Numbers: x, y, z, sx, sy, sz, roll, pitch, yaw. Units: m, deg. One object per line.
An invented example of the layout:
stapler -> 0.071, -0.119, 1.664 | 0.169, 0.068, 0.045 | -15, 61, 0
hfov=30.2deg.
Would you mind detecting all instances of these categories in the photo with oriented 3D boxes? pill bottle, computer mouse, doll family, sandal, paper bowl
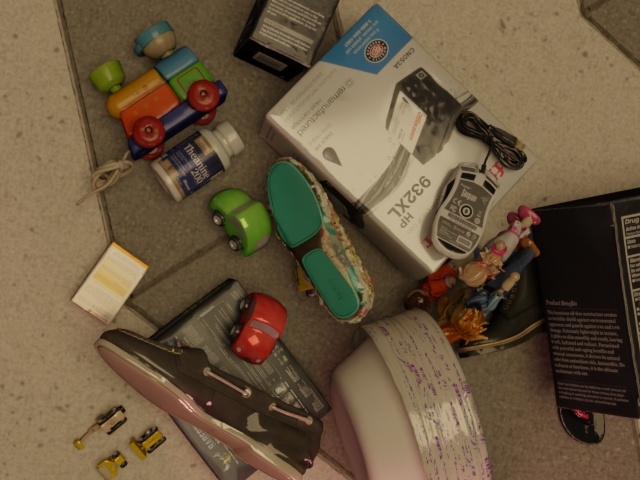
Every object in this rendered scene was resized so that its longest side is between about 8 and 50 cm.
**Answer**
pill bottle -> -0.165, -0.110, 1.608 | 0.120, 0.067, 0.067 | -36, 99, -11
computer mouse -> 0.192, -0.064, 1.538 | 0.106, 0.042, 0.193 | 29, 75, -10
doll family -> 0.217, 0.069, 1.604 | 0.118, 0.263, 0.163 | 45, 64, -3
sandal -> 0.385, 0.221, 1.762 | 0.067, 0.040, 0.179 | -14, 94, -13
paper bowl -> 0.108, 0.243, 1.570 | 0.148, 0.284, 0.284 | -17, 95, -11

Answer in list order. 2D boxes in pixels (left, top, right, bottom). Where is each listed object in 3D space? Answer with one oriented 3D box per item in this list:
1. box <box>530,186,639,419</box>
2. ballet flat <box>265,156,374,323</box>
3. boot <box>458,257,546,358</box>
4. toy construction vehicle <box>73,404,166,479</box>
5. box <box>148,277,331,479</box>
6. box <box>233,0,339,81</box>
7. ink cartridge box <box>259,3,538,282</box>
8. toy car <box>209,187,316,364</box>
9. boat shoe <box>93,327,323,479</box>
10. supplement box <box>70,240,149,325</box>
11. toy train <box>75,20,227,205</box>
box -> 0.478, 0.070, 1.681 | 0.296, 0.183, 0.294 | -10, 94, -30
ballet flat -> 0.000, 0.000, 1.587 | 0.091, 0.077, 0.241 | -26, 87, 24
boot -> 0.268, 0.082, 1.722 | 0.198, 0.077, 0.137 | -20, 91, -26
toy construction vehicle -> -0.274, 0.270, 1.609 | 0.098, 0.035, 0.086 | -41, 111, -7
box -> -0.125, 0.197, 1.627 | 0.183, 0.059, 0.232 | -38, 99, -12
box -> -0.038, -0.310, 1.590 | 0.093, 0.156, 0.158 | 24, 85, -12
ink cartridge box -> 0.104, -0.129, 1.618 | 0.307, 0.129, 0.223 | 44, 80, -1
toy car -> -0.069, 0.022, 1.607 | 0.239, 0.053, 0.225 | -34, 90, -37
boat shoe -> -0.140, 0.197, 1.545 | 0.335, 0.112, 0.095 | 38, 65, -17
supplement box -> -0.284, 0.057, 1.597 | 0.062, 0.036, 0.098 | 37, 83, -12
toy train -> -0.260, -0.174, 1.572 | 0.248, 0.105, 0.143 | -35, 88, -11
